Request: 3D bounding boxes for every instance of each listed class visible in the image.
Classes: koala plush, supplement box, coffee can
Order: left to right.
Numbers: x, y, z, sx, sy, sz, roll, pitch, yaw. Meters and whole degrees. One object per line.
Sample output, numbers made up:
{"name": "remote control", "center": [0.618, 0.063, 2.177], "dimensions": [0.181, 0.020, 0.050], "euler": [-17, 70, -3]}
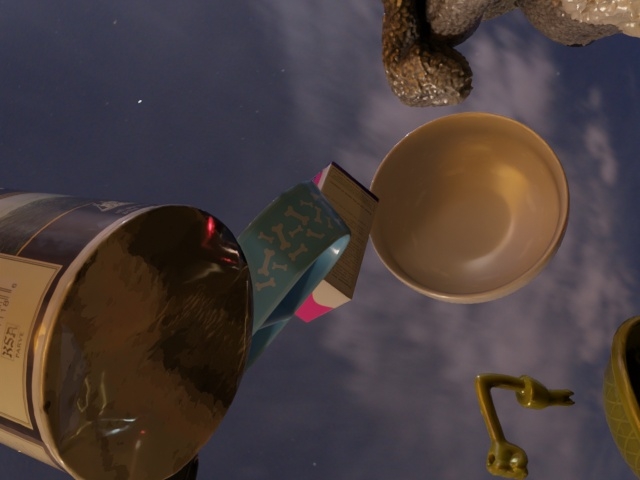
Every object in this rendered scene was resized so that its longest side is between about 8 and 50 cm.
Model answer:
{"name": "coffee can", "center": [-0.223, 0.060, 0.451], "dimensions": [0.201, 0.275, 0.202], "euler": [-24, -63, -59]}
{"name": "supplement box", "center": [0.000, 0.000, 0.872], "dimensions": [0.114, 0.111, 0.220], "euler": [37, -135, -20]}
{"name": "koala plush", "center": [0.174, -0.218, 0.427], "dimensions": [0.196, 0.221, 0.203], "euler": [-55, -33, -25]}

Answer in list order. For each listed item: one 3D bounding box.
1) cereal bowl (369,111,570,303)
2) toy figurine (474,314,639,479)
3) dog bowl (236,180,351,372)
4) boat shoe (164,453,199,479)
{"name": "cereal bowl", "center": [0.259, -0.045, 0.978], "dimensions": [0.141, 0.339, 0.339], "euler": [39, -113, -58]}
{"name": "toy figurine", "center": [0.205, 0.257, 0.333], "dimensions": [0.191, 0.217, 0.363], "euler": [-13, -121, -7]}
{"name": "dog bowl", "center": [-0.075, 0.069, 0.632], "dimensions": [0.074, 0.166, 0.297], "euler": [40, -84, 11]}
{"name": "boat shoe", "center": [-0.231, 0.344, 0.775], "dimensions": [0.340, 0.127, 0.113], "euler": [-87, -16, -46]}
